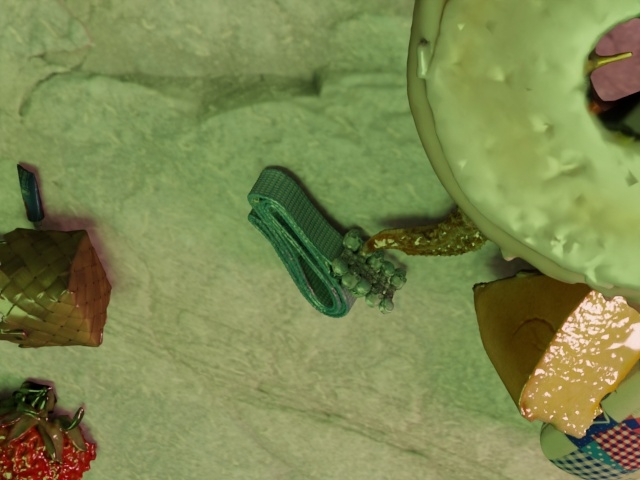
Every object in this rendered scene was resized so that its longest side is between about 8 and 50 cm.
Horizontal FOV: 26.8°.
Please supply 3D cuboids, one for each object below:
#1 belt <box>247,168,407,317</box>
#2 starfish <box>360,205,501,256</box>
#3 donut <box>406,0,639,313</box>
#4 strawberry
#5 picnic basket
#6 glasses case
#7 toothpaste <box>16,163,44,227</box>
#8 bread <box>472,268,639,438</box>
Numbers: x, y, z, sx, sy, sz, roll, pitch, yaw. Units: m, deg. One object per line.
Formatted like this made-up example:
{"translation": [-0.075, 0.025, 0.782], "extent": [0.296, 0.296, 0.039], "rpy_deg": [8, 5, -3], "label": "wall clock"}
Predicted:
{"translation": [-0.002, 0.003, 1.360], "extent": [0.100, 0.065, 0.179], "rpy_deg": [-10, 129, 41], "label": "belt"}
{"translation": [0.196, -0.051, 1.217], "extent": [0.301, 0.084, 0.293], "rpy_deg": [17, 138, 10], "label": "starfish"}
{"translation": [0.251, -0.137, 0.996], "extent": [0.382, 0.142, 0.383], "rpy_deg": [10, 114, 23], "label": "donut"}
{"translation": [-0.410, 0.296, 1.769], "extent": [0.188, 0.106, 0.286], "rpy_deg": [30, 136, -7], "label": "strawberry"}
{"translation": [-0.331, 0.056, 1.487], "extent": [0.178, 0.128, 0.138], "rpy_deg": [-4, 141, 7], "label": "picnic basket"}
{"translation": [0.346, 0.159, 1.362], "extent": [0.125, 0.076, 0.327], "rpy_deg": [25, 138, -13], "label": "glasses case"}
{"translation": [-0.314, -0.047, 1.460], "extent": [0.027, 0.019, 0.083], "rpy_deg": [29, 141, 28], "label": "toothpaste"}
{"translation": [0.240, 0.071, 1.275], "extent": [0.140, 0.169, 0.160], "rpy_deg": [27, 117, -36], "label": "bread"}
